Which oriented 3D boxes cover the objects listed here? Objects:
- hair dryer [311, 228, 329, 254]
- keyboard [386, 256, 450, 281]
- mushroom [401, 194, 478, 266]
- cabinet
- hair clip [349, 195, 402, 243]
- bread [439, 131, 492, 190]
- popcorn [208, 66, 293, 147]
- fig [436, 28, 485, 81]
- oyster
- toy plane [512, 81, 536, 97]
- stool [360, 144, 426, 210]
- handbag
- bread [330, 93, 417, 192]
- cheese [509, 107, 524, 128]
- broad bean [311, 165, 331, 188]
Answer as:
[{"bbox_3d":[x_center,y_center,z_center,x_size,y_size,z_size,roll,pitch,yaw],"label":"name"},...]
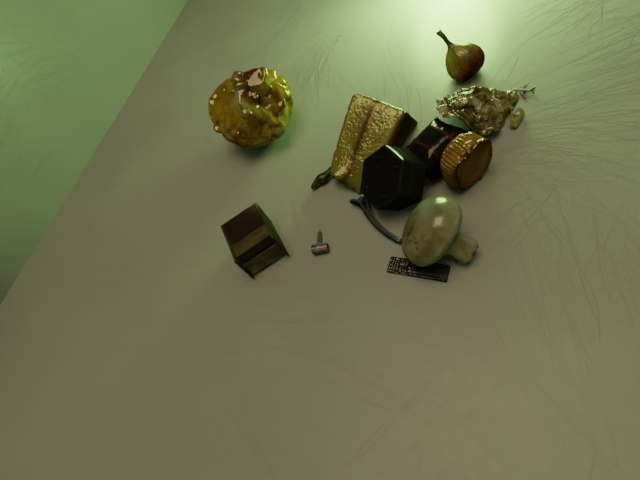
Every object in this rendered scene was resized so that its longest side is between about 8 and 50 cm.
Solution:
[{"bbox_3d":[0.000,0.000,1.547,0.063,0.037,0.114,-11,49,15],"label":"hair dryer"},{"bbox_3d":[0.326,0.095,1.356,0.204,0.013,0.061,9,64,27],"label":"keyboard"},{"bbox_3d":[0.388,-0.015,1.300,0.243,0.243,0.244,-11,57,17],"label":"mushroom"},{"bbox_3d":[-0.256,0.004,1.583,0.174,0.148,0.215,-34,49,1],"label":"cabinet"},{"bbox_3d":[0.209,-0.077,1.502,0.083,0.048,0.275,-33,58,0],"label":"hair clip"},{"bbox_3d":[0.498,-0.277,1.398,0.199,0.199,0.104,-41,53,-5],"label":"bread"},{"bbox_3d":[-0.309,-0.610,1.886,0.390,0.344,0.354,-16,9,41],"label":"popcorn"},{"bbox_3d":[0.564,-0.766,1.685,0.230,0.143,0.160,27,77,4],"label":"fig"},{"bbox_3d":[0.585,-0.499,1.510,0.351,0.115,0.238,-12,53,-13],"label":"oyster"},{"bbox_3d":[0.790,-0.583,1.567,0.084,0.024,0.078,9,69,35],"label":"toy plane"},{"bbox_3d":[0.255,-0.222,1.450,0.232,0.141,0.232,0,90,55],"label":"stool"},{"bbox_3d":[0.424,-0.340,1.494,0.215,0.155,0.169,-42,50,2],"label":"handbag"},{"bbox_3d":[0.200,-0.381,1.660,0.233,0.245,0.362,28,103,21],"label":"bread"},{"bbox_3d":[0.730,-0.457,1.504,0.030,0.044,0.083,18,70,48],"label":"cheese"},{"bbox_3d":[0.040,-0.280,1.692,0.195,0.046,0.061,-24,51,6],"label":"broad bean"}]
